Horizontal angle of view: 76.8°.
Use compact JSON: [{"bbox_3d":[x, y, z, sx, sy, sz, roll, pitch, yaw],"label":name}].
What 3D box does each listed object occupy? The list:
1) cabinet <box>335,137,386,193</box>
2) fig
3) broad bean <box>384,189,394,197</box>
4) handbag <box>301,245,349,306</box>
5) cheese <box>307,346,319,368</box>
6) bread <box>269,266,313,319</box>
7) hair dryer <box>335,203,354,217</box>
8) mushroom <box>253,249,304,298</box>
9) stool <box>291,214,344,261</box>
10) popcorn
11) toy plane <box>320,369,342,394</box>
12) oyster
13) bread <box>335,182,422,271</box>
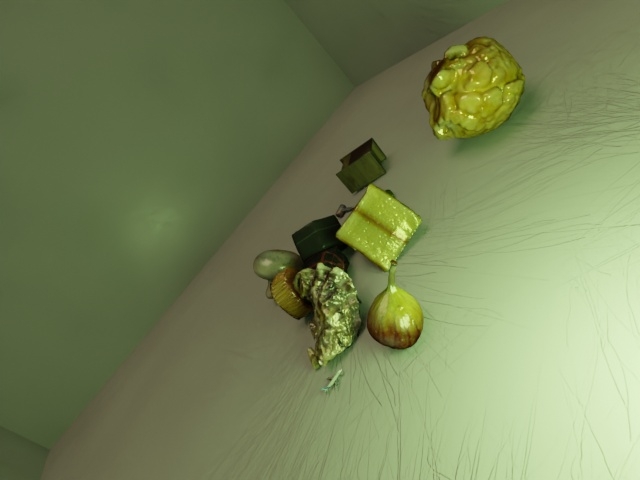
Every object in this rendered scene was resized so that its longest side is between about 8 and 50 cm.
[{"bbox_3d":[0.214,-0.378,2.067,0.215,0.148,0.175,-29,27,28],"label":"cabinet"},{"bbox_3d":[0.211,0.171,1.079,0.160,0.143,0.231,-134,60,-73],"label":"fig"},{"bbox_3d":[0.283,-0.167,1.705,0.061,0.046,0.195,-25,32,38],"label":"broad bean"},{"bbox_3d":[0.019,0.130,1.525,0.169,0.155,0.215,-33,19,23],"label":"handbag"},{"bbox_3d":[-0.023,0.381,1.317,0.030,0.044,0.083,-29,20,-1],"label":"cheese"},{"bbox_3d":[-0.094,0.198,1.560,0.104,0.199,0.199,-38,23,21],"label":"bread"},{"bbox_3d":[0.128,-0.149,1.982,0.114,0.037,0.063,-8,45,47],"label":"hair dryer"},{"bbox_3d":[-0.188,0.155,1.842,0.243,0.243,0.244,-38,23,20],"label":"mushroom"},{"bbox_3d":[0.000,0.000,1.689,0.232,0.141,0.232,-23,-15,-6],"label":"stool"},{"bbox_3d":[0.567,-0.551,1.506,0.390,0.344,0.354,-32,57,-26],"label":"popcorn"},{"bbox_3d":[0.037,0.412,1.179,0.084,0.024,0.078,-43,16,-8],"label":"toy plane"},{"bbox_3d":[0.015,0.235,1.323,0.237,0.114,0.352,-29,51,38],"label":"oyster"},{"bbox_3d":[0.228,-0.056,1.559,0.233,0.244,0.361,-57,-10,8],"label":"bread"}]
